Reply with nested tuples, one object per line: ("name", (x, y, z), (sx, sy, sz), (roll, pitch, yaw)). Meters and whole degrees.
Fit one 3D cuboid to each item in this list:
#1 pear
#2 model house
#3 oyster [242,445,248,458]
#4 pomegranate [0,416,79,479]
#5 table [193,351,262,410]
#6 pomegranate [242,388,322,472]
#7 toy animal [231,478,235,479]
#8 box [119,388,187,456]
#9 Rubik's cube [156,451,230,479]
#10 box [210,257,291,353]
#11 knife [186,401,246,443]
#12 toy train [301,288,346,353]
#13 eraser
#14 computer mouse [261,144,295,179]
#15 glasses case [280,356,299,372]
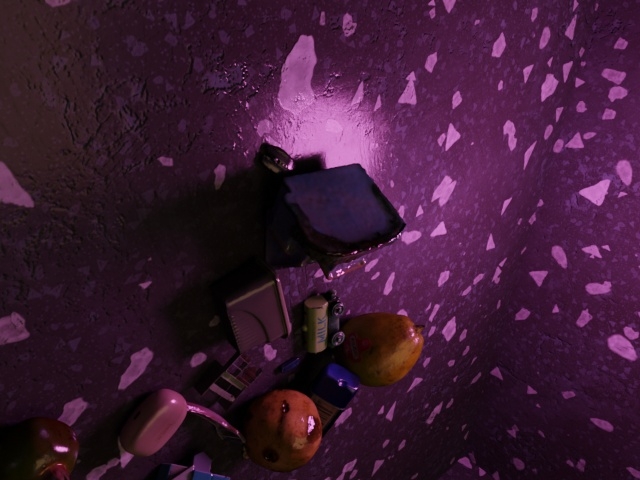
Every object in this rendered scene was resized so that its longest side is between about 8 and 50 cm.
("pear", (0.237, 0.404, 1.893), (0.375, 0.287, 0.287), (-29, 143, 17))
("model house", (0.000, 0.000, 1.492), (0.360, 0.297, 0.339), (-19, 156, -39))
("oyster", (-0.217, 0.754, 1.847), (0.166, 0.053, 0.108), (-25, 119, -26))
("pomegranate", (-0.640, 0.510, 1.134), (0.180, 0.210, 0.180), (-25, 126, -39))
("table", (-0.290, 0.436, 1.571), (0.175, 0.062, 0.146), (-48, 139, -13))
("pomegranate", (-0.130, 0.655, 1.708), (0.281, 0.281, 0.281), (-25, 129, -35))
("toy animal", (-0.396, 0.899, 1.718), (0.260, 0.087, 0.243), (-25, 131, -31))
("box", (-0.473, 0.518, 1.408), (0.200, 0.088, 0.146), (-50, 140, -10))
("Rubik's cube", (-0.411, 0.791, 1.531), (0.213, 0.224, 0.265), (19, 61, -13))
("box", (-0.208, 0.207, 1.480), (0.178, 0.138, 0.274), (-27, 128, -26))
("knife", (-0.361, 0.574, 1.583), (0.278, 0.123, 0.053), (52, 40, -37))
("toy train", (0.004, 0.295, 1.779), (0.157, 0.105, 0.253), (-14, 123, -24))
("eraser", (0.005, 0.603, 1.844), (0.332, 0.155, 0.101), (-60, -179, 28))
("computer mouse", (-0.111, -0.214, 1.387), (0.135, 0.047, 0.079), (36, 84, -48))
("glasses case", (-0.113, 0.451, 1.795), (0.083, 0.023, 0.033), (-24, 133, -33))
